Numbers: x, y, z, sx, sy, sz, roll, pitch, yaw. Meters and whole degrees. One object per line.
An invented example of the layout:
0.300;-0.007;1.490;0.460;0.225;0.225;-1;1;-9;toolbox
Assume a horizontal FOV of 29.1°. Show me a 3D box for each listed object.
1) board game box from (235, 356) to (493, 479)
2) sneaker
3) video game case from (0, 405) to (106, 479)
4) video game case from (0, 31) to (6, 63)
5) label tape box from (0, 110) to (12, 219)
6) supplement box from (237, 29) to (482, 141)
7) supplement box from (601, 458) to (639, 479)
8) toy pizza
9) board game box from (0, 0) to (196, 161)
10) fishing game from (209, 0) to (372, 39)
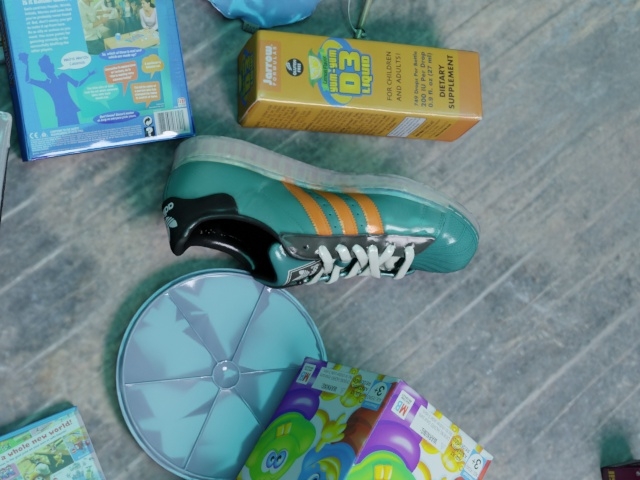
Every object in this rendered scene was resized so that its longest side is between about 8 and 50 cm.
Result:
0.004;0.262;1.074;0.144;0.142;0.275;41;70;-31;board game box
0.000;0.000;1.149;0.302;0.108;0.121;13;57;-7;sneaker
-0.241;0.245;1.089;0.119;0.015;0.166;-21;87;-19;video game case
-0.289;-0.266;1.163;0.201;0.023;0.183;-22;87;-19;video game case
-0.320;0.087;0.967;0.115;0.249;0.348;6;78;-16;label tape box
0.038;-0.150;1.216;0.233;0.080;0.078;2;77;-15;supplement box
0.322;0.248;1.229;0.043;0.083;0.055;-7;82;-18;supplement box
-0.091;0.126;1.149;0.201;0.032;0.201;3;79;-16;toy pizza
-0.211;-0.188;1.138;0.160;0.047;0.210;-10;95;-20;board game box
-0.059;-0.302;1.235;0.264;0.041;0.189;18;83;-19;fishing game
